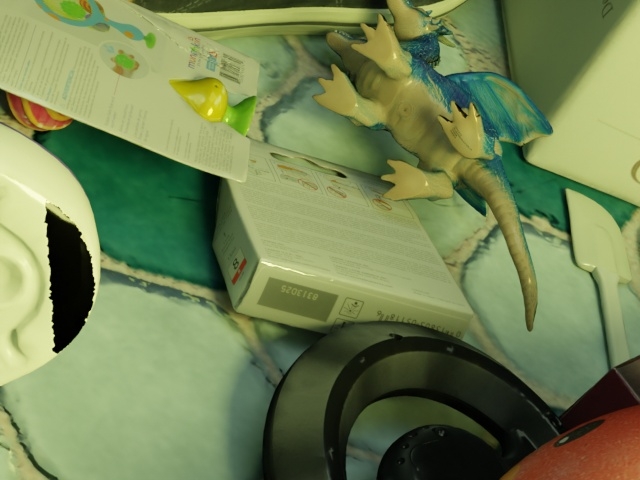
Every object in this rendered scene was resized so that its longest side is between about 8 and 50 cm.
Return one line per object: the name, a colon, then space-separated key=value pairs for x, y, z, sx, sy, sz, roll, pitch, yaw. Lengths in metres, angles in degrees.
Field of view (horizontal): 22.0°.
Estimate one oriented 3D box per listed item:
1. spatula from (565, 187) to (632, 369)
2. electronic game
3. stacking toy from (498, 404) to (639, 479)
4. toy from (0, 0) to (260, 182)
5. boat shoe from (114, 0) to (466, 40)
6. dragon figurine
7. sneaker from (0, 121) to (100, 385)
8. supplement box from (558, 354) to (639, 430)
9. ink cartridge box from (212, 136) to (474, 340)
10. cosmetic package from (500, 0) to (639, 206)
spatula: x=0.256 y=0.066 z=1.141 sx=0.168 sy=0.019 sz=0.242 roll=21 pitch=38 yaw=-18
electronic game: x=0.070 y=0.143 z=0.884 sx=0.229 sy=0.048 sz=0.229 roll=22 pitch=44 yaw=-23
stacking toy: x=0.099 y=0.202 z=0.659 sx=0.480 sy=0.350 sz=0.350 roll=-5 pitch=50 yaw=-25
toy: x=-0.155 y=-0.102 z=0.985 sx=0.237 sy=0.056 sz=0.137 roll=19 pitch=36 yaw=-12
boat shoe: x=0.003 y=-0.257 z=1.203 sx=0.500 sy=0.156 sz=0.187 roll=-17 pitch=58 yaw=-48
dragon figurine: x=0.091 y=-0.071 z=1.088 sx=0.289 sy=0.085 sz=0.144 roll=48 pitch=24 yaw=25
sneaker: x=-0.230 y=-0.058 z=0.609 sx=0.323 sy=0.130 sz=0.236 roll=3 pitch=32 yaw=-1
supplement box: x=0.240 y=0.114 z=1.008 sx=0.188 sy=0.081 sz=0.104 roll=-17 pitch=63 yaw=-43
ink cartridge box: x=0.000 y=0.000 z=1.018 sx=0.145 sy=0.045 sz=0.179 roll=15 pitch=22 yaw=-23
cosmetic package: x=0.377 y=-0.238 z=1.260 sx=0.329 sy=0.394 sz=0.327 roll=20 pitch=38 yaw=-18
